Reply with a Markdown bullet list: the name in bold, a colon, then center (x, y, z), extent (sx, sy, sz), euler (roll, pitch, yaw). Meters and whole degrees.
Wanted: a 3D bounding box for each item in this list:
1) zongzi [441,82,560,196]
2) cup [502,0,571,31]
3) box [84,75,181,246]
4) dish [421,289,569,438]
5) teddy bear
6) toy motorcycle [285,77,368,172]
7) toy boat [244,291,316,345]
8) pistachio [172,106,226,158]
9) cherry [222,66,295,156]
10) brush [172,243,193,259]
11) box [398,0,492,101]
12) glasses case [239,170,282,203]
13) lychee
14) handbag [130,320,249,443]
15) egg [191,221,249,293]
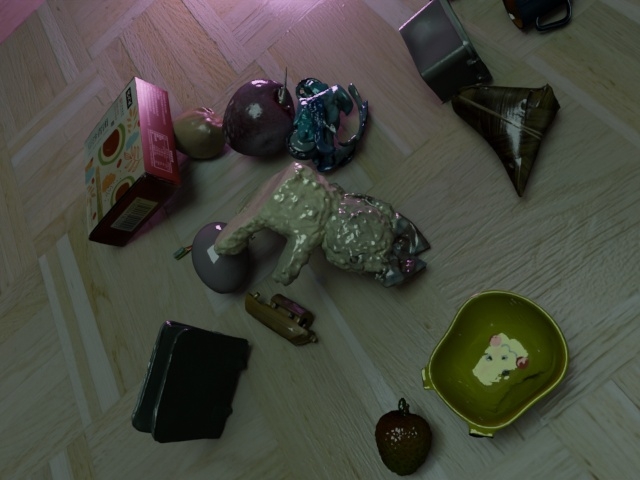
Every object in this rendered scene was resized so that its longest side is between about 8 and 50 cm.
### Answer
- **zongzi**: center (0.377, -0.235, 1.246), extent (0.247, 0.111, 0.241), euler (18, 85, 38)
- **cup**: center (0.526, -0.579, 1.323), extent (0.138, 0.150, 0.113), euler (-28, 24, 13)
- **box**: center (-0.585, -0.234, 1.686), extent (0.344, 0.122, 0.386), euler (-37, 54, 32)
- **dish**: center (0.337, 0.236, 1.056), extent (0.262, 0.108, 0.221), euler (-49, 56, 0)
- **teddy bear**: center (0.000, 0.000, 1.310), extent (0.375, 0.362, 0.327), euler (-33, 23, 44)
- **toy motorcycle**: center (0.019, -0.314, 1.454), extent (0.206, 0.154, 0.260), euler (7, 67, 6)
- **toy boat**: center (-0.097, 0.180, 1.342), extent (0.226, 0.068, 0.088), euler (27, 78, 37)
- **pistachio**: center (-0.370, -0.325, 1.671), extent (0.223, 0.126, 0.152), euler (9, 108, 33)
- **cherry**: center (-0.166, -0.337, 1.531), extent (0.266, 0.183, 0.213), euler (-30, 44, 37)
- **brush**: center (-0.387, 0.026, 1.588), extent (0.083, 0.021, 0.019), euler (-32, 55, 12)
- **box**: center (0.301, -0.469, 1.359), extent (0.135, 0.163, 0.244), euler (-31, 58, 24)
- **glasses case**: center (-0.152, -0.129, 1.516), extent (0.164, 0.041, 0.063), euler (-35, 58, 10)
- **lychee**: center (0.160, 0.385, 1.086), extent (0.114, 0.114, 0.147), euler (6, 91, 30)
- **handbag**: center (-0.284, 0.326, 1.262), extent (0.079, 0.260, 0.248), euler (6, 76, 33)
- **egg**: center (-0.258, 0.044, 1.434), extent (0.146, 0.146, 0.199), euler (-23, 65, 18)
